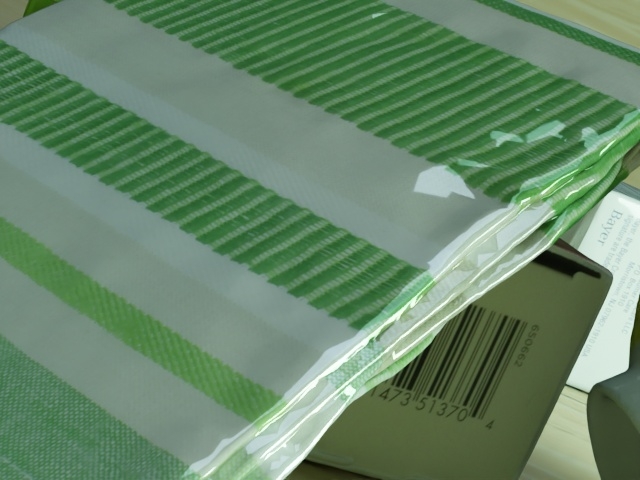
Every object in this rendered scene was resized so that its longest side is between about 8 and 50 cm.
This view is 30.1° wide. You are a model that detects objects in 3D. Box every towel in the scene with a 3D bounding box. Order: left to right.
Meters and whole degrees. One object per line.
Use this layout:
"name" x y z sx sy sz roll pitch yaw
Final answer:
"towel" -0.042 -0.027 0.441 0.248 0.038 0.325 30 49 29

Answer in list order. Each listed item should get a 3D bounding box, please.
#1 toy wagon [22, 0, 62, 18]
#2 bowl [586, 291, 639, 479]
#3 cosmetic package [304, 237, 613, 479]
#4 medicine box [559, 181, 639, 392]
"toy wagon" -0.169 -0.189 1.216 0.267 0.068 0.344 23 -11 -21
"bowl" 0.210 0.090 0.512 0.156 0.289 0.289 -20 17 -3
"cosmetic package" 0.000 0.000 0.637 0.153 0.129 0.296 18 12 -27
"medicine box" 0.280 0.045 1.005 0.289 0.149 0.263 23 10 -13
